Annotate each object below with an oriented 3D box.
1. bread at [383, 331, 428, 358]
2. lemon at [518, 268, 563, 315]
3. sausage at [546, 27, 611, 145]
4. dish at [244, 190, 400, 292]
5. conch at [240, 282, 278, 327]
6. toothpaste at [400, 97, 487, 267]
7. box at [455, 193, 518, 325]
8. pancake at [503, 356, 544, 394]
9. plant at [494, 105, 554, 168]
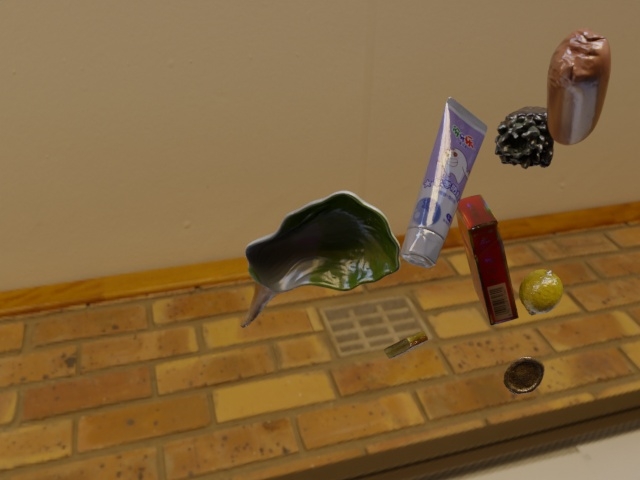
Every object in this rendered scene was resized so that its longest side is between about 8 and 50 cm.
[{"bbox_3d":[0.231,0.282,1.575,0.090,0.035,0.094,-38,-19,36],"label":"bread"},{"bbox_3d":[0.586,0.138,1.557,0.109,0.109,0.133,19,-81,-31],"label":"lemon"},{"bbox_3d":[0.390,-0.223,0.894,0.086,0.086,0.289,-37,-20,9],"label":"sausage"},{"bbox_3d":[0.000,0.000,0.492,0.137,0.039,0.091,-19,-58,27],"label":"dish"},{"bbox_3d":[-0.110,0.084,1.259,0.093,0.109,0.330,22,-49,-29],"label":"conch"},{"bbox_3d":[0.259,-0.123,1.235,0.125,0.080,0.371,31,-112,-22],"label":"toothpaste"},{"bbox_3d":[0.461,0.051,1.636,0.089,0.197,0.313,-15,-66,9],"label":"box"},{"bbox_3d":[0.501,0.333,1.438,0.115,0.011,0.115,-3,-68,-7],"label":"pancake"},{"bbox_3d":[0.490,-0.242,1.383,0.129,0.194,0.132,6,-62,30],"label":"plant"}]
